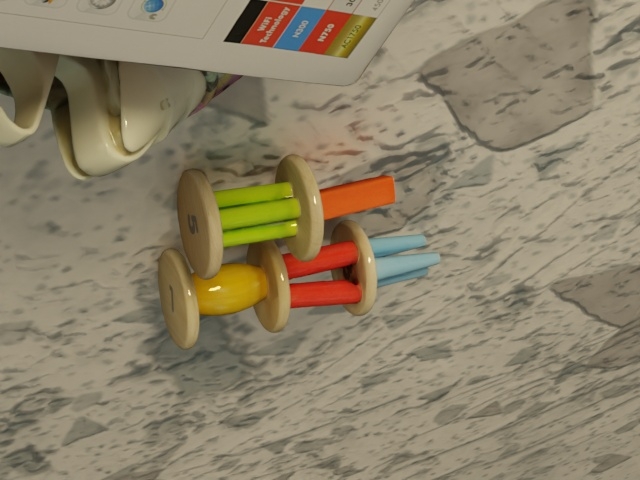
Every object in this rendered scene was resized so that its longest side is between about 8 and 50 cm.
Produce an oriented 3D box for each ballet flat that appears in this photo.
[{"bbox_3d":[-0.100,-0.066,0.480,0.077,0.079,0.221,-30,153,35],"label":"ballet flat"}]

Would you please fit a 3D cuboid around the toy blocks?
[{"bbox_3d":[0.000,0.000,0.695,0.148,0.054,0.123,-10,150,-22],"label":"toy blocks"}]

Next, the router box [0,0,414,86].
[{"bbox_3d":[-0.045,-0.184,0.291,0.301,0.082,0.335,3,142,-35],"label":"router box"}]
